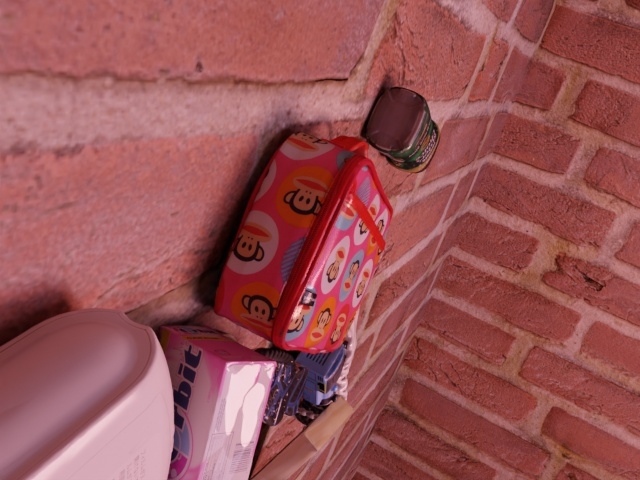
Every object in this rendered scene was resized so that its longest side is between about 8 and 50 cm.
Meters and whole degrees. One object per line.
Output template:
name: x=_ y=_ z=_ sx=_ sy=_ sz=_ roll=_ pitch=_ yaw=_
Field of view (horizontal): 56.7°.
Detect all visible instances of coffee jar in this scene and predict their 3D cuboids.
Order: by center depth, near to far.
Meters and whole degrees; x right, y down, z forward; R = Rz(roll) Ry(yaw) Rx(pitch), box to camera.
coffee jar: x=0.132 y=-0.162 z=0.910 sx=0.096 sy=0.079 sz=0.184 roll=-66 pitch=162 yaw=4

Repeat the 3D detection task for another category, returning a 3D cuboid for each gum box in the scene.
gum box: x=-0.118 y=0.186 z=0.554 sx=0.062 sy=0.107 sz=0.189 roll=13 pitch=92 yaw=-47

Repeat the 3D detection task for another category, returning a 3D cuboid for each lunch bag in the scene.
lunch bag: x=0.000 y=0.000 z=0.716 sx=0.258 sy=0.120 sz=0.293 roll=-67 pitch=164 yaw=-5

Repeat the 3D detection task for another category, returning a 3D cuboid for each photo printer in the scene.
photo printer: x=-0.215 y=0.201 z=0.380 sx=0.307 sy=0.107 sz=0.256 roll=-42 pitch=152 yaw=-51

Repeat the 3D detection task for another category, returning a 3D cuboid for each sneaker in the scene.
sneaker: x=-0.072 y=0.162 z=0.674 sx=0.211 sy=0.081 sz=0.080 roll=73 pitch=33 yaw=-69
sneaker: x=0.016 y=0.229 z=1.085 sx=0.118 sy=0.109 sz=0.292 roll=-54 pitch=162 yaw=-55

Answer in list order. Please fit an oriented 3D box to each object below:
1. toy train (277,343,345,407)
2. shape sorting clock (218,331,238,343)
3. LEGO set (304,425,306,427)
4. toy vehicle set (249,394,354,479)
toy train: x=-0.018 y=0.206 z=0.940 sx=0.080 sy=0.105 sz=0.184 roll=-52 pitch=158 yaw=-32
shape sorting clock: x=-0.148 y=0.202 z=0.677 sx=0.206 sy=0.040 sz=0.206 roll=-53 pitch=159 yaw=-30
LEGO set: x=-0.014 y=0.410 z=1.372 sx=0.083 sy=0.023 sz=0.054 roll=-19 pitch=131 yaw=-48
toy vehicle set: x=-0.067 y=0.379 z=0.996 sx=0.267 sy=0.035 sz=0.166 roll=-48 pitch=168 yaw=21
